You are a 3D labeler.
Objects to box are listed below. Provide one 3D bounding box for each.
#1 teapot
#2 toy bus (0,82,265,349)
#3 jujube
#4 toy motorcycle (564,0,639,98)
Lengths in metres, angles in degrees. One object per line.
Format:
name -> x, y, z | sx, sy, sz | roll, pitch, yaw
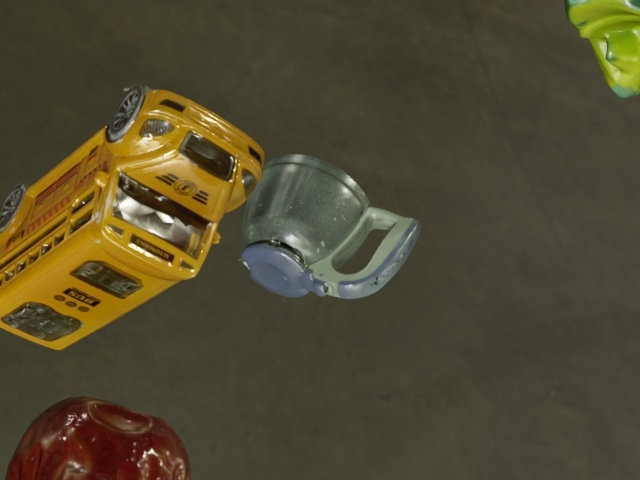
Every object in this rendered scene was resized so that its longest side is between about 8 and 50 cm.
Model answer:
teapot -> -0.005, 0.004, 0.948 | 0.149, 0.111, 0.108 | 29, 58, -1
toy bus -> -0.101, -0.006, 0.524 | 0.070, 0.162, 0.074 | 31, 48, -31
jujube -> -0.208, 0.247, 0.922 | 0.155, 0.155, 0.230 | 26, 76, -6
toy motorcycle -> 0.134, -0.245, 0.555 | 0.142, 0.206, 0.342 | -10, 77, -34
